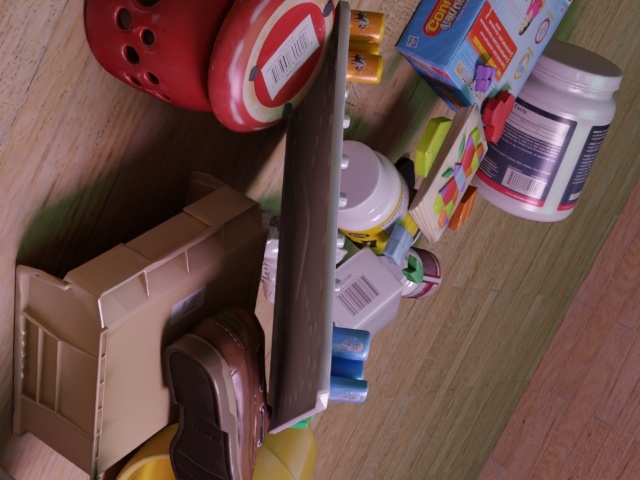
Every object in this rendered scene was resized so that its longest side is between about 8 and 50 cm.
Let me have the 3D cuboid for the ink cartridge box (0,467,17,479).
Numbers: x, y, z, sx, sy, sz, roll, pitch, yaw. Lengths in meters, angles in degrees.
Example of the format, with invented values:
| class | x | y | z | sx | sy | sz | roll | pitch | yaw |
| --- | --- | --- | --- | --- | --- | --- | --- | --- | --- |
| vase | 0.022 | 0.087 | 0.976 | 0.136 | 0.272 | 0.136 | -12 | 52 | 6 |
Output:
| class | x | y | z | sx | sy | sz | roll | pitch | yaw |
| --- | --- | --- | --- | --- | --- | --- | --- | --- | --- |
| ink cartridge box | -0.405 | 0.306 | 1.070 | 0.270 | 0.198 | 0.197 | -59 | 155 | -5 |

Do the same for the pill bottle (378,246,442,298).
| class | x | y | z | sx | sy | sz | roll | pitch | yaw |
| --- | --- | --- | --- | --- | --- | --- | --- | --- | --- |
| pill bottle | 0.137 | 0.050 | 1.966 | 0.086 | 0.086 | 0.152 | -63 | 156 | 7 |

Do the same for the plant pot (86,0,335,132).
| class | x | y | z | sx | sy | sz | roll | pitch | yaw |
| --- | --- | --- | --- | --- | --- | --- | --- | --- | --- |
| plant pot | -0.094 | -0.208 | 1.127 | 0.191 | 0.174 | 0.191 | -42 | 148 | -34 |

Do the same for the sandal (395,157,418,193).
| class | x | y | z | sx | sy | sz | roll | pitch | yaw |
| --- | --- | --- | --- | --- | --- | --- | --- | --- | --- |
| sandal | 0.137 | -0.056 | 1.900 | 0.067 | 0.040 | 0.179 | -47 | 153 | -26 |

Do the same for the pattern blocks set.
| class | x | y | z | sx | sy | sz | roll | pitch | yaw |
| --- | --- | --- | --- | --- | --- | --- | --- | --- | --- |
| pattern blocks set | 0.187 | -0.094 | 1.709 | 0.325 | 0.026 | 0.285 | -66 | 157 | -2 |

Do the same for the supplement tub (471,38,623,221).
| class | x | y | z | sx | sy | sz | roll | pitch | yaw |
| --- | --- | --- | --- | --- | --- | --- | --- | --- | --- |
| supplement tub | 0.382 | -0.187 | 2.043 | 0.191 | 0.191 | 0.272 | -21 | 136 | -54 |

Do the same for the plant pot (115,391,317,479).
| class | x | y | z | sx | sy | sz | roll | pitch | yaw |
| --- | --- | --- | --- | --- | --- | --- | --- | --- | --- |
| plant pot | -0.118 | 0.330 | 1.623 | 0.239 | 0.254 | 0.254 | -47 | 157 | -58 |

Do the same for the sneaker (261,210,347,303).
| class | x | y | z | sx | sy | sz | roll | pitch | yaw |
| --- | --- | --- | --- | --- | --- | --- | --- | --- | --- |
| sneaker | -0.043 | 0.034 | 1.601 | 0.115 | 0.090 | 0.232 | -59 | 155 | 6 |

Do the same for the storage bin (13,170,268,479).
| class | x | y | z | sx | sy | sz | roll | pitch | yaw |
| --- | --- | --- | --- | --- | --- | --- | --- | --- | --- |
| storage bin | -0.196 | 0.086 | 1.321 | 0.262 | 0.123 | 0.260 | -33 | 144 | -44 |

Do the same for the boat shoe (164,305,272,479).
| class | x | y | z | sx | sy | sz | roll | pitch | yaw |
| --- | --- | --- | --- | --- | --- | --- | --- | --- | --- |
| boat shoe | -0.100 | 0.205 | 1.354 | 0.104 | 0.111 | 0.307 | -39 | 149 | -36 |

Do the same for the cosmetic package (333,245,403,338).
| class | x | y | z | sx | sy | sz | roll | pitch | yaw |
| --- | --- | --- | --- | --- | --- | --- | --- | --- | --- |
| cosmetic package | 0.050 | 0.097 | 1.760 | 0.117 | 0.085 | 0.231 | -39 | 170 | -10 |

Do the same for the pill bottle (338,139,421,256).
| class | x | y | z | sx | sy | sz | roll | pitch | yaw |
| --- | --- | --- | --- | --- | --- | --- | --- | --- | --- |
| pill bottle | 0.064 | -0.058 | 1.662 | 0.119 | 0.119 | 0.208 | -58 | 155 | -4 |

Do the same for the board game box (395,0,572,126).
| class | x | y | z | sx | sy | sz | roll | pitch | yaw |
| --- | --- | --- | --- | --- | --- | --- | --- | --- | --- |
| board game box | 0.263 | -0.346 | 1.762 | 0.302 | 0.086 | 0.308 | -60 | 156 | 0 |

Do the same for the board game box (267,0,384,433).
| class | x | y | z | sx | sy | sz | roll | pitch | yaw |
| --- | --- | --- | --- | --- | --- | --- | --- | --- | --- |
| board game box | 0.000 | 0.000 | 1.285 | 0.390 | 0.050 | 0.390 | 126 | -32 | -75 |
